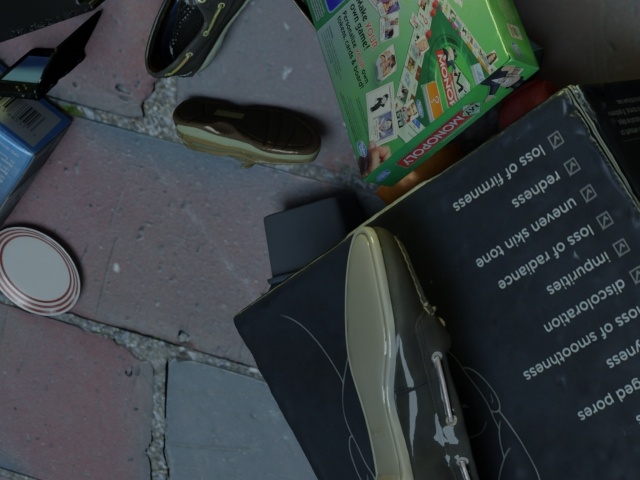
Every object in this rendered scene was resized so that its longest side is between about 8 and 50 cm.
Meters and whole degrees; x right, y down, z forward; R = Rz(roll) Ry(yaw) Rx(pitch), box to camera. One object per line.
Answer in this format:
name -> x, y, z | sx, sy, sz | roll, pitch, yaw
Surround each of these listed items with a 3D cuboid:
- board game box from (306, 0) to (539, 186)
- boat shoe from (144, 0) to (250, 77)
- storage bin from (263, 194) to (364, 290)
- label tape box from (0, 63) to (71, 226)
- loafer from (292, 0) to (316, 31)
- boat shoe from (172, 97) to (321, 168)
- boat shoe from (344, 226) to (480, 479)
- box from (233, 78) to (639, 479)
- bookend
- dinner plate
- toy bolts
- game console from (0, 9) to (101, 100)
board game box -> 0.083, -0.243, 1.566 | 0.046, 0.317, 0.213 | 12, 142, -42
boat shoe -> -0.132, -0.272, 1.746 | 0.081, 0.068, 0.228 | 43, 129, 18
storage bin -> 0.000, 0.000, 1.873 | 0.135, 0.098, 0.091 | -14, 87, 30
label tape box -> -0.505, -0.103, 1.999 | 0.240, 0.106, 0.334 | 39, 128, -4
loafer -> -0.020, -0.281, 1.721 | 0.045, 0.039, 0.125 | -28, 107, 35
boat shoe -> -0.083, -0.117, 1.847 | 0.190, 0.068, 0.072 | 17, 139, 24
boat shoe -> 0.094, 0.148, 1.502 | 0.112, 0.095, 0.335 | 171, 91, -69
box -> 0.248, 0.154, 1.616 | 0.480, 0.297, 0.472 | -35, 77, 31
bookend -> -0.344, -0.328, 1.807 | 0.156, 0.072, 0.157 | -14, 114, 29
dinner plate -> -0.384, 0.039, 2.098 | 0.141, 0.017, 0.141 | 10, 124, 16
toy bolts -> 0.133, -0.147, 1.660 | 0.228, 0.218, 0.158 | -33, 82, 19
game console -> -0.326, -0.222, 1.836 | 0.107, 0.122, 0.071 | 7, 123, 19
